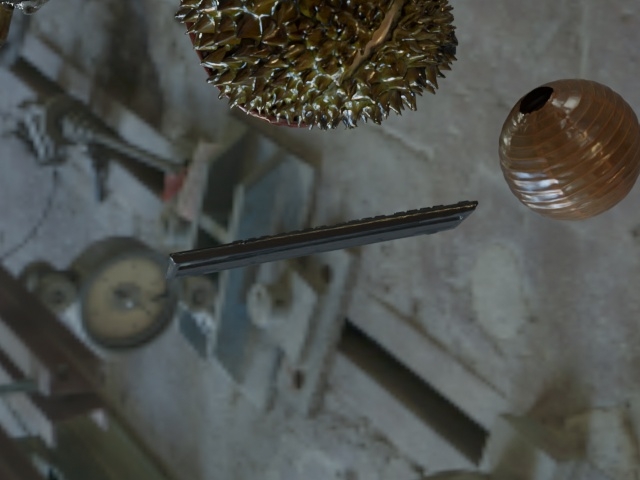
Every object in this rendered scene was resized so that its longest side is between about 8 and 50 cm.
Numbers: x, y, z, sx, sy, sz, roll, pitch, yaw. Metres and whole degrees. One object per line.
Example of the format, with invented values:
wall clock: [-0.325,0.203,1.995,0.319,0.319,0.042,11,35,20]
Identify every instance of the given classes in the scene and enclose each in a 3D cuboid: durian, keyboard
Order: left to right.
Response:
durian: [-0.007,-0.287,1.779,0.384,0.348,0.347,-11,80,51]
keyboard: [0.000,0.000,0.951,0.063,0.198,0.010,124,135,-74]

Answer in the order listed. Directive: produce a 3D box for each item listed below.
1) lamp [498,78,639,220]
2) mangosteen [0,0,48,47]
lamp: [0.230,-0.084,1.378,0.136,0.136,0.136,-1,89,57]
mangosteen: [-0.178,-0.208,0.784,0.261,0.235,0.235,94,155,-51]
